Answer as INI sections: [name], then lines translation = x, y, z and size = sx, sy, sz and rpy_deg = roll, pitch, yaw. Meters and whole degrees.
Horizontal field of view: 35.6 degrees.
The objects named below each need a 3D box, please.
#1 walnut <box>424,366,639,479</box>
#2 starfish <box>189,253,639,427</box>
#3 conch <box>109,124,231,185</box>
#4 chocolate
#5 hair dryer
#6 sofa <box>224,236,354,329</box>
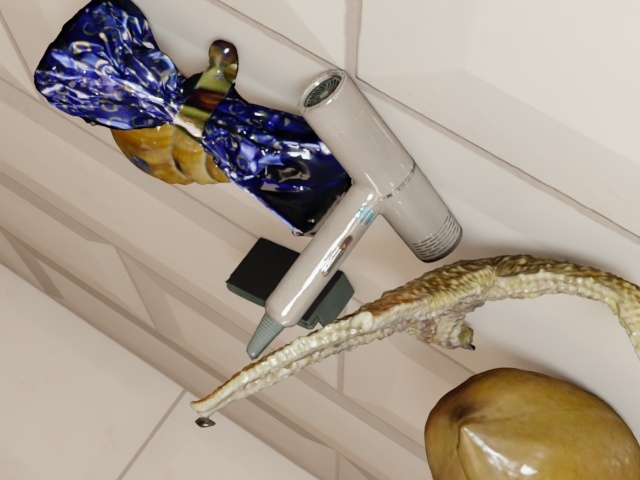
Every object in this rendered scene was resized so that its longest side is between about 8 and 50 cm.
[walnut]
translation = 0.212, 0.227, 1.023
size = 0.203, 0.203, 0.298
rpy_deg = 16, 163, 45
[starfish]
translation = 0.108, 0.086, 0.861
size = 0.398, 0.383, 0.132
rpy_deg = -8, 93, 56
[conch]
translation = -0.195, -0.129, 1.065
size = 0.330, 0.093, 0.109
rpy_deg = 25, 155, 29
[chocolate]
translation = -0.095, -0.110, 0.920
size = 0.343, 0.126, 0.148
rpy_deg = 30, 119, 8
[hair dryer]
translation = -0.009, -0.006, 0.858
size = 0.195, 0.220, 0.053
rpy_deg = 50, 178, -30
[sofa]
translation = -0.039, 0.063, 1.262
size = 0.147, 0.085, 0.060
rpy_deg = 22, 153, 34
